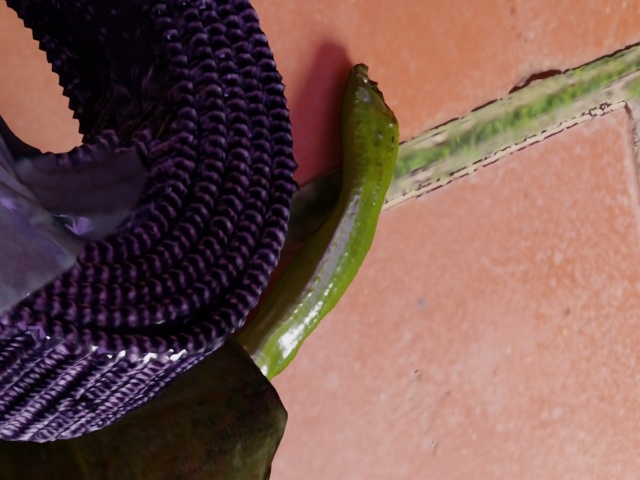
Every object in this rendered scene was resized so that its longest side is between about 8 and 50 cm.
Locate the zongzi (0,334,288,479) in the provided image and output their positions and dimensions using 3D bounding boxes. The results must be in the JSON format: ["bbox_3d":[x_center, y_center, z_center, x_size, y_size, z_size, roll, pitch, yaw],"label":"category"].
[{"bbox_3d":[-0.223,0.225,0.849,0.403,0.208,0.432,-18,140,-50],"label":"zongzi"}]

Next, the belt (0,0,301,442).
[{"bbox_3d":[-0.149,-0.073,0.757,0.260,0.122,0.325,-16,73,-43],"label":"belt"}]

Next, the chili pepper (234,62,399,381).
[{"bbox_3d":[0.000,0.000,1.001,0.201,0.050,0.052,-63,161,-10],"label":"chili pepper"}]
